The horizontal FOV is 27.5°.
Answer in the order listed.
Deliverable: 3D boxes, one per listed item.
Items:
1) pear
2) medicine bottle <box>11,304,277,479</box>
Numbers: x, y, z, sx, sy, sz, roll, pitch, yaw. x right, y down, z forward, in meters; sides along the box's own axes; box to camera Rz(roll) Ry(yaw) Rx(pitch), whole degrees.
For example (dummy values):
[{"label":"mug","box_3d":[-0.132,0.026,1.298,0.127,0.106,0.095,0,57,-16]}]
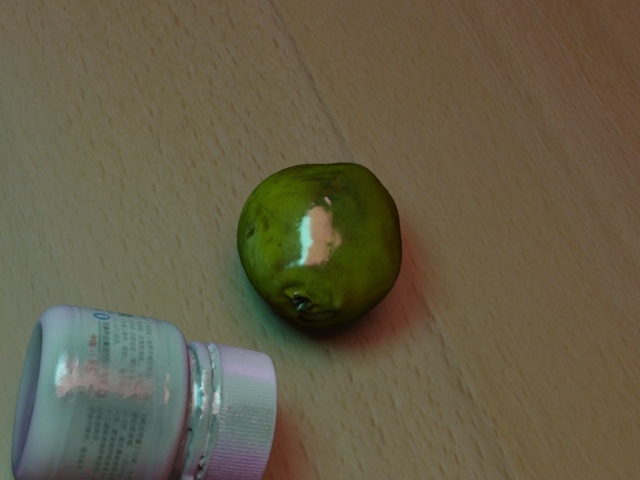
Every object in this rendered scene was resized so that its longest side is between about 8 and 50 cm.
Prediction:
[{"label":"pear","box_3d":[0.000,0.000,2.055,0.269,0.269,0.321,25,36,5]},{"label":"medicine bottle","box_3d":[-0.242,0.232,1.786,0.324,0.256,0.256,9,49,-17]}]
